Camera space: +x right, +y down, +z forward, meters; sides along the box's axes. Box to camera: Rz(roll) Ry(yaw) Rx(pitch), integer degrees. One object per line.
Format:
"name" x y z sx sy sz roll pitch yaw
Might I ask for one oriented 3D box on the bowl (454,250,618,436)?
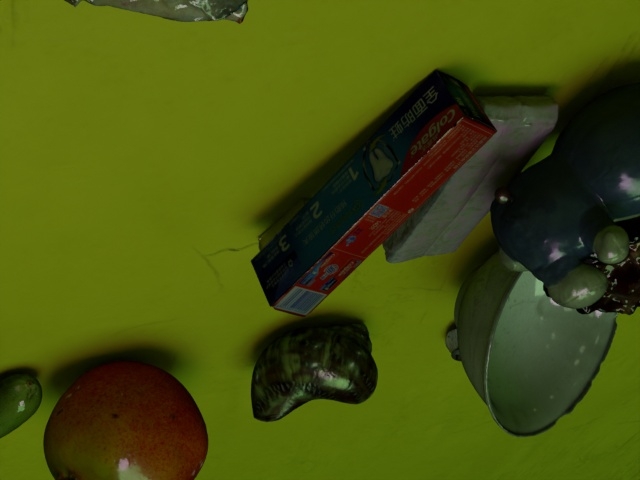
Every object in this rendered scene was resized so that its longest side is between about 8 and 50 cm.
"bowl" 0.277 0.106 1.545 0.313 0.146 0.313 -19 117 -41

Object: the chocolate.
"chocolate" 0.411 0.025 1.390 0.206 0.177 0.224 -58 142 0

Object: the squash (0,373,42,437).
"squash" -0.452 0.242 1.527 0.066 0.066 0.201 14 142 -43

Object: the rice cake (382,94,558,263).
"rice cake" 0.172 -0.072 1.312 0.106 0.050 0.298 -3 148 -24

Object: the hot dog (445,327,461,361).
"hot dog" 0.293 0.145 1.751 0.191 0.059 0.108 -14 149 1

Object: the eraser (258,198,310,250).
"eraser" 0.000 0.000 1.353 0.122 0.045 0.097 13 140 -41

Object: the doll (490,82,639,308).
"doll" 0.311 -0.063 1.247 0.258 0.228 0.154 -39 111 0

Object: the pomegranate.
"pomegranate" -0.275 0.286 1.506 0.220 0.257 0.221 16 135 17

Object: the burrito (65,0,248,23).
"burrito" -0.131 -0.209 0.923 0.171 0.042 0.051 7 144 -31

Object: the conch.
"conch" -0.008 0.186 1.609 0.181 0.124 0.187 -8 175 -34

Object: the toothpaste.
"toothpaste" 0.051 -0.045 1.214 0.066 0.076 0.320 19 126 -45
